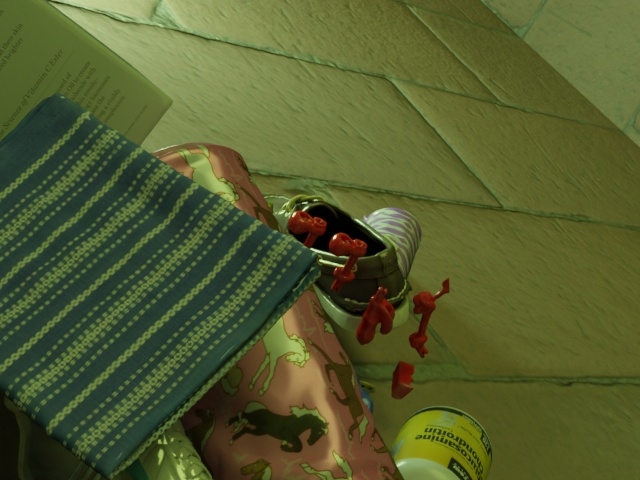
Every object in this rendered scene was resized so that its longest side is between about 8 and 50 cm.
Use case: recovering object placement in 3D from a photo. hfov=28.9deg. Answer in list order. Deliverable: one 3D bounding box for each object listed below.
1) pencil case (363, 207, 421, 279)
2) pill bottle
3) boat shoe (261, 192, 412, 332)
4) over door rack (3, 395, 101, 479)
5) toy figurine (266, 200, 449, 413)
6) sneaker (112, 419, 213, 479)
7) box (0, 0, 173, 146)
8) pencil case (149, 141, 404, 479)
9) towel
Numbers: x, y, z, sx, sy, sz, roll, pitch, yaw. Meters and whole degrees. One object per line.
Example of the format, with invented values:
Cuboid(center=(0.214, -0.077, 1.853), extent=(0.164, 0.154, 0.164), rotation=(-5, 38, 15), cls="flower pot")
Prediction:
Cuboid(center=(0.078, 0.025, 1.641), extent=(0.088, 0.086, 0.206), rotation=(7, 21, 12), cls="pencil case")
Cuboid(center=(0.108, 0.248, 1.244), extent=(0.103, 0.103, 0.184), rotation=(33, 26, 4), cls="pill bottle")
Cuboid(center=(0.000, 0.000, 1.488), extent=(0.116, 0.097, 0.324), rotation=(-16, 29, -22), cls="boat shoe")
Cuboid(center=(-0.298, 0.137, 1.002), extent=(0.324, 0.108, 0.239), rotation=(30, 25, -2), cls="over door rack")
Cuboid(center=(-0.051, 0.102, 1.254), extent=(0.362, 0.191, 0.217), rotation=(25, 31, -11), cls="toy figurine")
Cuboid(center=(-0.113, 0.206, 0.986), extent=(0.087, 0.092, 0.229), rotation=(41, 37, -68), cls="sneaker")
Cuboid(center=(-0.357, -0.168, 1.219), extent=(0.345, 0.215, 0.168), rotation=(36, 2, -32), cls="box")
Cuboid(center=(-0.073, 0.104, 1.119), extent=(0.160, 0.167, 0.386), rotation=(2, 55, -56), cls="pencil case")
Cuboid(center=(-0.195, 0.018, 1.017), extent=(0.336, 0.040, 0.243), rotation=(31, 64, 31), cls="towel")
